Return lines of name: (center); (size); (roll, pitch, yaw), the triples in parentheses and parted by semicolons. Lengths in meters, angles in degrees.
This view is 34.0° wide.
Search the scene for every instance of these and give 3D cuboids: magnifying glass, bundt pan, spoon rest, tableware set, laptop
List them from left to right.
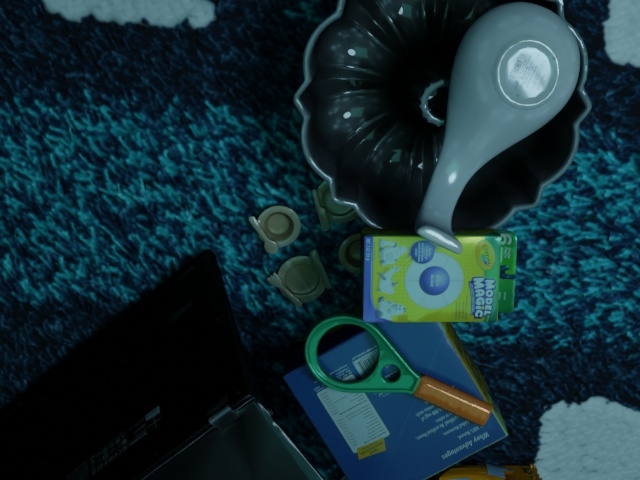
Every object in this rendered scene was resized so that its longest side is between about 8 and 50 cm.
laptop: (-0.170, 0.301, 1.259); (0.382, 0.408, 0.236); (-37, 130, 12)
tableware set: (0.000, 0.000, 1.313); (0.169, 0.020, 0.141); (-25, 109, 7)
magnifying glass: (0.091, 0.157, 1.221); (0.231, 0.026, 0.092); (25, 101, 0)
bundt pan: (0.132, -0.172, 1.201); (0.331, 0.124, 0.330); (-1, 111, -2)
spoon rest: (0.178, -0.124, 1.126); (0.137, 0.084, 0.276); (27, 93, -13)

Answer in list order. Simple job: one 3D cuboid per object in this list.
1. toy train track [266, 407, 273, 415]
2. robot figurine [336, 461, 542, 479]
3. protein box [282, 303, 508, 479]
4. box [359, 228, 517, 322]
toy train track: (-0.088, 0.262, 1.407); (0.048, 0.014, 0.083); (29, 106, -12)
robot figurine: (0.154, 0.386, 1.425); (0.291, 0.085, 0.211); (-4, 107, -2)
protein box: (0.092, 0.184, 1.307); (0.200, 0.136, 0.201); (-30, 100, 8)
box: (0.135, 0.040, 1.186); (0.179, 0.043, 0.105); (-1, 103, -5)
